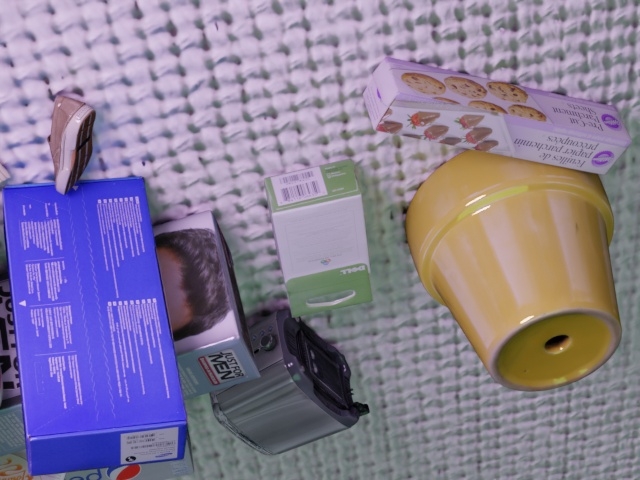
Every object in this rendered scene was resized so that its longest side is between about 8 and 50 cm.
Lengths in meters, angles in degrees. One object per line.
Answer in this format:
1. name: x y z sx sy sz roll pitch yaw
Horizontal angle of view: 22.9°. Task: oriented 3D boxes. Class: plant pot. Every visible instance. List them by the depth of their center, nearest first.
1. plant pot: 0.251 0.042 1.910 0.254 0.239 0.254 -10 140 -8

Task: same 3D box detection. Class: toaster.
1. toaster: -0.050 0.196 2.084 0.146 0.129 0.227 -25 142 18

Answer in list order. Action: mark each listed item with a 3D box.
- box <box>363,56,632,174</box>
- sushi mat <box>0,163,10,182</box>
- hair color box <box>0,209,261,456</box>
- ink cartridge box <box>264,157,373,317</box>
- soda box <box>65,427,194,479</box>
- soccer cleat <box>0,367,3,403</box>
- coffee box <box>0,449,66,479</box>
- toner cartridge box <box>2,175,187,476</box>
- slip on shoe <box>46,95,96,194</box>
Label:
1. box: 0.206 -0.141 1.816 0.324 0.067 0.063 10 135 -26
2. sushi mat: -0.472 -0.126 1.656 0.151 0.019 0.316 -25 139 10
3. hair color box: -0.276 0.116 1.862 0.374 0.185 0.113 -17 147 2
4. ink cartridge box: 0.000 0.000 1.918 0.109 0.062 0.209 -13 141 -3
5. soda box: -0.319 0.280 2.117 0.286 0.098 0.091 -11 139 -5
6. soccer cleat: -0.403 0.063 1.688 0.108 0.116 0.318 -9 102 -7
7. coffee box: -0.447 0.279 1.984 0.246 0.098 0.141 18 97 -11
8. toner cartridge box: -0.251 0.084 1.713 0.165 0.348 0.075 -3 140 -13
9. slip on shoe: -0.278 -0.105 1.728 0.041 0.051 0.135 31 144 8
